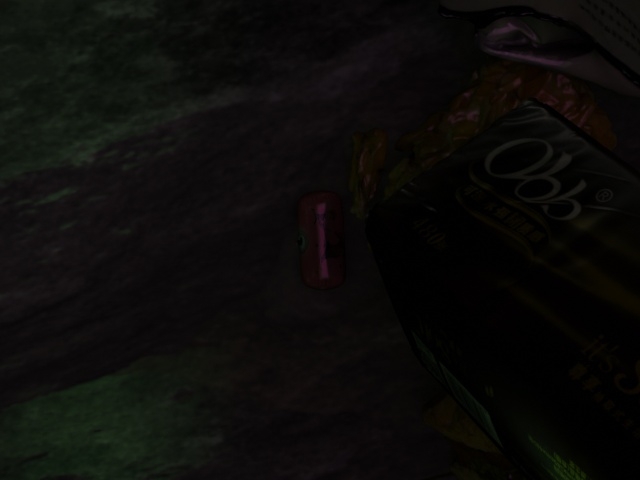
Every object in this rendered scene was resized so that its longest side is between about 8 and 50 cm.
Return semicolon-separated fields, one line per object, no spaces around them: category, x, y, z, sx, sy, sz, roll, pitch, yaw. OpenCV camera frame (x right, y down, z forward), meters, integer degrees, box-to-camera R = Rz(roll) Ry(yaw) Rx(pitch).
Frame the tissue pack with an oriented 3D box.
tissue pack;0.208;0.086;1.204;0.198;0.370;0.210;-38;137;-7

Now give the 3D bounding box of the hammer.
hammer;0.000;0.000;1.402;0.043;0.043;0.083;-3;91;-8

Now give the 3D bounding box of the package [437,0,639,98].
package;0.221;-0.205;1.366;0.250;0.062;0.204;22;48;-10

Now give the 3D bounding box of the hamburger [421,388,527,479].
hamburger;0.229;0.128;1.388;0.262;0.131;0.124;-34;119;-8

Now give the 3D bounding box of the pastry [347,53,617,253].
pastry;0.125;-0.062;1.386;0.250;0.102;0.154;-43;106;-8
